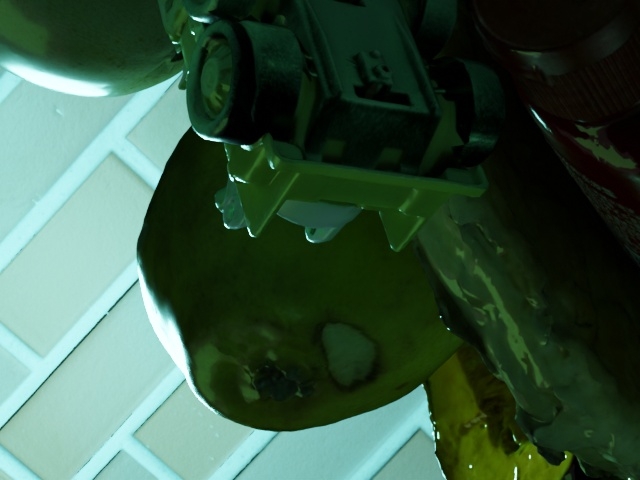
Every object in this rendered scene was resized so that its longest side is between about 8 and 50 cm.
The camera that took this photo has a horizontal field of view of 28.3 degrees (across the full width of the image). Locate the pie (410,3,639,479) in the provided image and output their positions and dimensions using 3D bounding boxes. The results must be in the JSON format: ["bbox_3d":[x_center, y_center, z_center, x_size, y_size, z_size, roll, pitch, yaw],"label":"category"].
[{"bbox_3d":[0.140,0.002,0.769,0.339,0.083,0.339,42,-151,-30],"label":"pie"}]

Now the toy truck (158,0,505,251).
[{"bbox_3d":[-0.028,-0.108,0.581,0.128,0.135,0.260,5,-125,-31],"label":"toy truck"}]

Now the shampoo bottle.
[{"bbox_3d":[0.158,-0.041,0.598,0.314,0.076,0.118,40,-164,-53],"label":"shampoo bottle"}]

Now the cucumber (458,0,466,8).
[{"bbox_3d":[0.059,-0.156,0.887,0.115,0.062,0.116,51,177,38],"label":"cucumber"}]

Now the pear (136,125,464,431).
[{"bbox_3d":[0.000,0.000,0.929,0.269,0.269,0.321,42,-137,-19],"label":"pear"}]

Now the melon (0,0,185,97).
[{"bbox_3d":[-0.198,-0.272,0.979,0.330,0.268,0.268,53,-176,10],"label":"melon"}]

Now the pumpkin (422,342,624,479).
[{"bbox_3d":[0.202,0.103,1.031,0.232,0.242,0.325,12,-129,-30],"label":"pumpkin"}]
